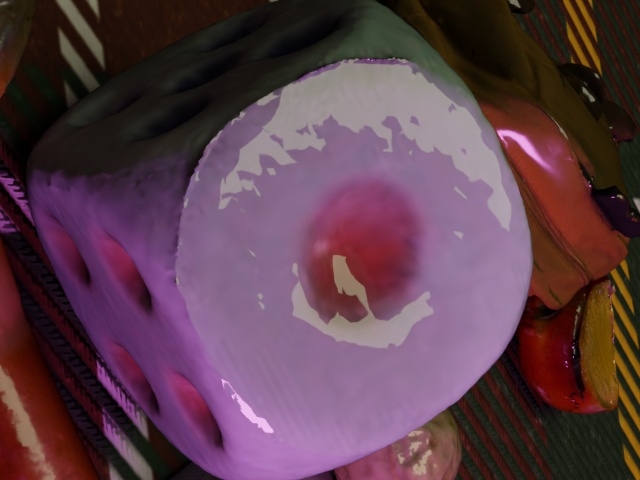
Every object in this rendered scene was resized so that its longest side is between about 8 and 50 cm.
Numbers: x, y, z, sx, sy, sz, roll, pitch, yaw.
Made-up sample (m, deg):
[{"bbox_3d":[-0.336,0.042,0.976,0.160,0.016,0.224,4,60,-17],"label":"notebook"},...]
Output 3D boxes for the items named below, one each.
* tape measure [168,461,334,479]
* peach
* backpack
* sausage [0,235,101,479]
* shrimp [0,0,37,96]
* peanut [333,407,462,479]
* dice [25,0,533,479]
[{"bbox_3d":[-0.040,0.283,1.517,0.207,0.115,0.235,-38,114,-58],"label":"tape measure"},{"bbox_3d":[0.260,0.111,2.068,0.127,0.092,0.172,-58,141,-41],"label":"peach"},{"bbox_3d":[0.159,-0.106,1.769,0.353,0.201,0.378,43,14,-46],"label":"backpack"},{"bbox_3d":[-0.221,0.106,1.306,0.089,0.083,0.300,-34,108,-49],"label":"sausage"},{"bbox_3d":[-0.237,-0.184,1.374,0.117,0.066,0.262,54,39,-36],"label":"shrimp"},{"bbox_3d":[0.053,0.149,1.592,0.257,0.123,0.123,-104,179,-81],"label":"peanut"},{"bbox_3d":[-0.031,-0.005,1.386,0.264,0.262,0.268,-34,111,-20],"label":"dice"}]
